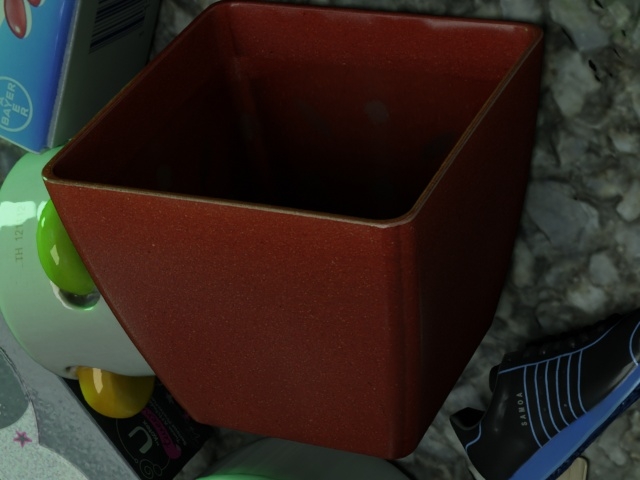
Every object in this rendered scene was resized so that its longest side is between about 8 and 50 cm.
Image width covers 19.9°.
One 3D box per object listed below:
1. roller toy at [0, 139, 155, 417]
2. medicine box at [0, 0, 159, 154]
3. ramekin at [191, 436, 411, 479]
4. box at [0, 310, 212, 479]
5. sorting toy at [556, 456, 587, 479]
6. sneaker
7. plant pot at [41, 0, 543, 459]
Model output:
[{"bbox_3d":[-0.155,0.012,1.413,0.146,0.191,0.209,-7,130,30],"label":"roller toy"},{"bbox_3d":[-0.265,-0.251,1.382,0.289,0.149,0.263,25,120,16],"label":"medicine box"},{"bbox_3d":[-0.018,0.291,1.495,0.277,0.135,0.277,11,115,24],"label":"ramekin"},{"bbox_3d":[-0.242,0.129,1.517,0.163,0.142,0.247,-36,92,24],"label":"box"},{"bbox_3d":[0.176,0.176,1.416,0.062,0.012,0.083,14,117,22],"label":"sorting toy"},{"bbox_3d":[0.184,0.098,1.337,0.090,0.081,0.232,49,120,15],"label":"sneaker"},{"bbox_3d":[0.000,0.000,1.300,0.267,0.267,0.235,8,126,25],"label":"plant pot"}]
